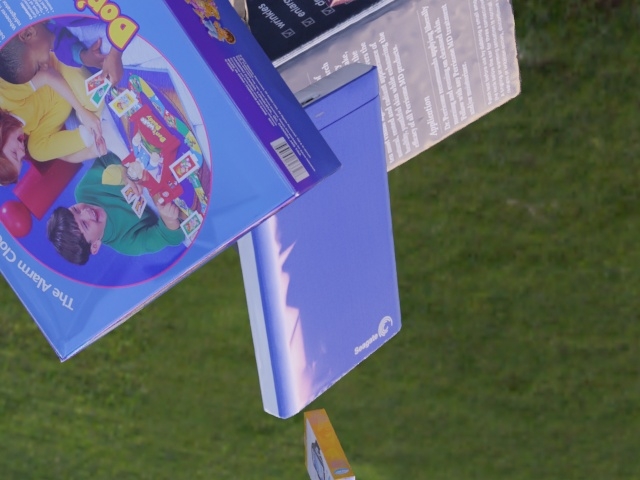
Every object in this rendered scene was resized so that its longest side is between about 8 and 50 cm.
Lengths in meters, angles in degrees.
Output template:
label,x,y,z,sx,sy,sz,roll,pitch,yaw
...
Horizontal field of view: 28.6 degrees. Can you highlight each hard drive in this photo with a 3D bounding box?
label,x,y,z,sx,sy,sz,roll,pitch,yaw
hard drive,0.000,0.000,1.314,0.040,0.210,0.318,16,125,37

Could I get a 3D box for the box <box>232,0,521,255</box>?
label,x,y,z,sx,sy,sz,roll,pitch,yaw
box,-0.053,-0.313,1.765,0.472,0.480,0.297,-30,139,-11

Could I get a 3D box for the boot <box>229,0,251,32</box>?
label,x,y,z,sx,sy,sz,roll,pitch,yaw
boot,-0.096,-0.199,1.343,0.076,0.208,0.189,-12,152,9

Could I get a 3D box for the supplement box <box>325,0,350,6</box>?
label,x,y,z,sx,sy,sz,roll,pitch,yaw
supplement box,0.033,-0.265,1.180,0.055,0.043,0.083,-19,160,-26

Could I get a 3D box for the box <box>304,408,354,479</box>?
label,x,y,z,sx,sy,sz,roll,pitch,yaw
box,0.012,0.260,1.392,0.028,0.136,0.081,-10,123,-15

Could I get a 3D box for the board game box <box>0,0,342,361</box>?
label,x,y,z,sx,sy,sz,roll,pitch,yaw
board game box,-0.181,-0.124,0.852,0.233,0.078,0.347,-34,91,28
